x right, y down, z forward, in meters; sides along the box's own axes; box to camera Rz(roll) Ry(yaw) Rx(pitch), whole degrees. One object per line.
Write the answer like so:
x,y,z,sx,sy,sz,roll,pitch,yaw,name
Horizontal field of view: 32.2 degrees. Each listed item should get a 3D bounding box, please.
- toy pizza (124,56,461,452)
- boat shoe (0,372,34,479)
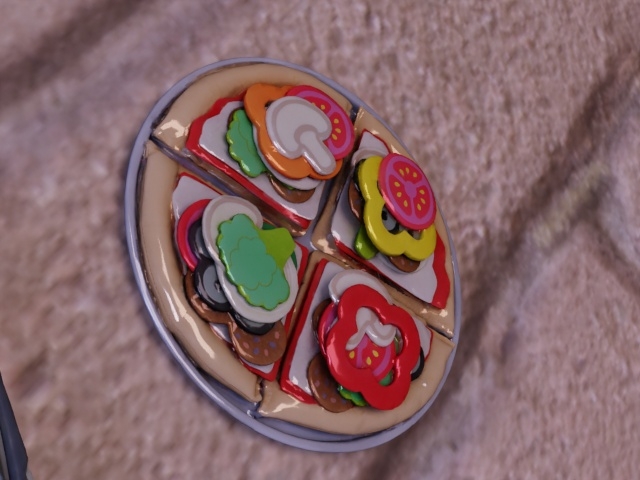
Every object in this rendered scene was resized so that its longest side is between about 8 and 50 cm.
0.000,0.000,0.531,0.201,0.032,0.201,17,61,-34,toy pizza
-0.154,0.028,0.357,0.095,0.079,0.254,-14,80,-42,boat shoe
